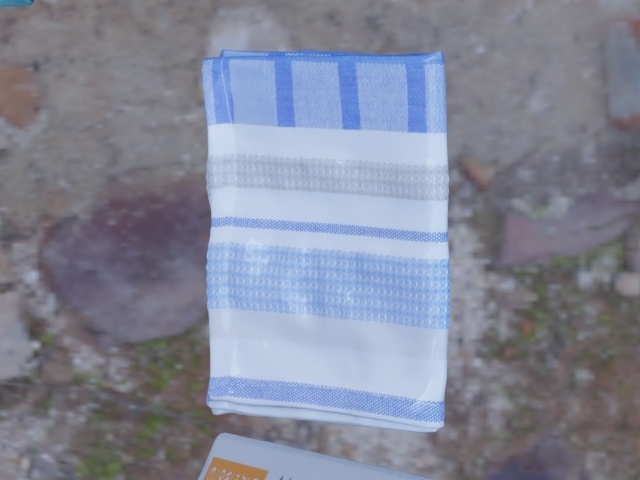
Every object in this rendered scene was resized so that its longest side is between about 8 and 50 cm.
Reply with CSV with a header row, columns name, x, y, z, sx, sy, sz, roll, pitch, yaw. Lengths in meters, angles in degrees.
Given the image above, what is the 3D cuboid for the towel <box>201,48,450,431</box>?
name,x,y,z,sx,sy,sz,roll,pitch,yaw
towel,0.000,0.000,1.444,0.034,0.209,0.285,-12,104,-59

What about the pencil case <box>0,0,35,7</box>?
name,x,y,z,sx,sy,sz,roll,pitch,yaw
pencil case,-0.163,-0.081,0.570,0.152,0.070,0.064,-16,72,4

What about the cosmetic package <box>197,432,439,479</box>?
name,x,y,z,sx,sy,sz,roll,pitch,yaw
cosmetic package,0.022,0.266,1.196,0.161,0.453,0.230,29,78,-18
